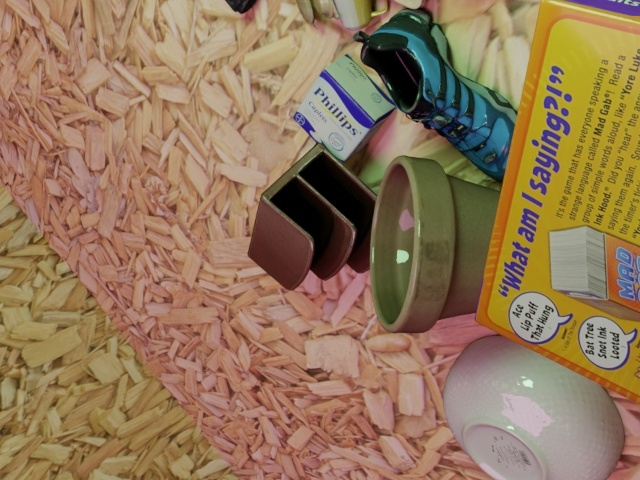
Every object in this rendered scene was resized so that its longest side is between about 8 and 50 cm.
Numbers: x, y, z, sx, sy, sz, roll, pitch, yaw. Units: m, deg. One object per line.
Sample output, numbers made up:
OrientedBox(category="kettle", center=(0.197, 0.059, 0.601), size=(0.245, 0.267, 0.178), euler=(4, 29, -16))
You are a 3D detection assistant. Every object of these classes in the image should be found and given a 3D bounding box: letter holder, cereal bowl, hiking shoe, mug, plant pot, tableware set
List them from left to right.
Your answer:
OrientedBox(category="tableware set", center=(-0.022, -0.410, 0.994), size=(0.141, 0.020, 0.168), euler=(48, 160, 60))
OrientedBox(category="letter holder", center=(0.000, 0.000, 1.201), size=(0.214, 0.152, 0.302), euler=(42, 158, 6))
OrientedBox(category="mug", center=(0.056, -0.355, 0.974), size=(0.078, 0.062, 0.064), euler=(26, 145, 41))
OrientedBox(category="hiking shoe", center=(0.173, -0.190, 0.928), size=(0.304, 0.132, 0.113), euler=(48, 143, 3))
OrientedBox(category="plant pot", center=(0.212, 0.011, 0.954), size=(0.230, 0.263, 0.263), euler=(3, 137, -7))
OrientedBox(category="cereal bowl", center=(0.366, 0.350, 1.185), size=(0.339, 0.141, 0.338), euler=(28, 138, 29))

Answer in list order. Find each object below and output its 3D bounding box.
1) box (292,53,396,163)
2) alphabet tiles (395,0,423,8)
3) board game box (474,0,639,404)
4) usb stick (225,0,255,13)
OrientedBox(category="box", center=(0.038, -0.220, 1.096), size=(0.126, 0.072, 0.137), euler=(47, 143, 4))
OrientedBox(category="alphabet tiles", center=(0.072, -0.442, 0.817), size=(0.284, 0.021, 0.278), euler=(32, 154, 23))
OrientedBox(category="board game box", center=(0.409, -0.065, 0.601), size=(0.356, 0.356, 0.356), euler=(27, 138, 28))
OrientedBox(category="usb stick", center=(-0.209, -0.522, 1.119), size=(0.278, 0.045, 0.077), euler=(51, 137, 0))
